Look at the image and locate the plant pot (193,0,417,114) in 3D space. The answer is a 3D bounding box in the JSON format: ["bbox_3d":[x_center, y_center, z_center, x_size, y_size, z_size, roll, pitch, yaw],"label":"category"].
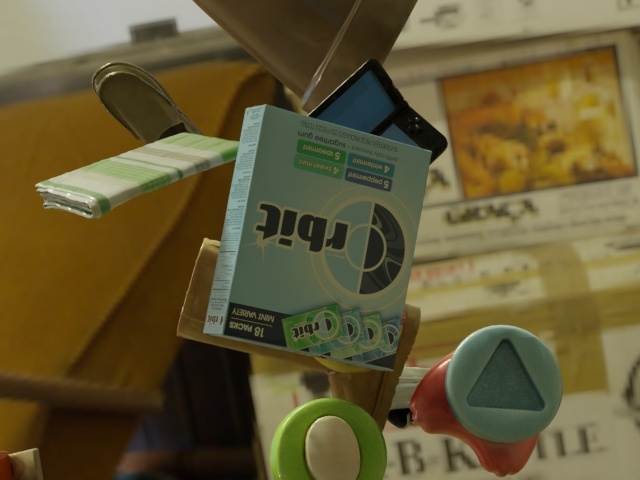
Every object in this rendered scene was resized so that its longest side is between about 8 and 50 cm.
[{"bbox_3d":[-0.020,-0.344,2.073,0.280,0.323,0.323,27,11,-4],"label":"plant pot"}]

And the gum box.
[{"bbox_3d":[0.000,0.000,1.286,0.157,0.184,0.041,14,-7,-27],"label":"gum box"}]

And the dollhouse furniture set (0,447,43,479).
[{"bbox_3d":[-0.420,0.361,1.849,0.135,0.259,0.262,-16,-11,37],"label":"dollhouse furniture set"}]

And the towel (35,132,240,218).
[{"bbox_3d":[-0.145,-0.053,1.321,0.152,0.023,0.113,-22,21,-29],"label":"towel"}]

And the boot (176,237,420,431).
[{"bbox_3d":[-0.040,0.133,1.912,0.269,0.236,0.089,15,22,-5],"label":"boot"}]

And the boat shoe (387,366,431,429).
[{"bbox_3d":[0.104,0.212,2.143,0.227,0.081,0.079,8,-14,-41],"label":"boat shoe"}]

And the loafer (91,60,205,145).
[{"bbox_3d":[-0.163,-0.120,1.588,0.056,0.148,0.050,-47,26,10],"label":"loafer"}]

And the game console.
[{"bbox_3d":[0.053,-0.104,1.657,0.122,0.107,0.071,-43,-24,-8],"label":"game console"}]

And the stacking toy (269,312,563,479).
[{"bbox_3d":[0.101,0.185,1.756,0.309,0.279,0.130,24,-17,-3],"label":"stacking toy"}]
